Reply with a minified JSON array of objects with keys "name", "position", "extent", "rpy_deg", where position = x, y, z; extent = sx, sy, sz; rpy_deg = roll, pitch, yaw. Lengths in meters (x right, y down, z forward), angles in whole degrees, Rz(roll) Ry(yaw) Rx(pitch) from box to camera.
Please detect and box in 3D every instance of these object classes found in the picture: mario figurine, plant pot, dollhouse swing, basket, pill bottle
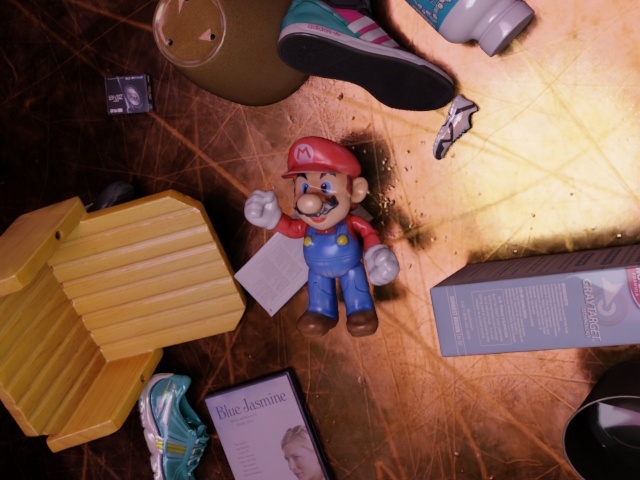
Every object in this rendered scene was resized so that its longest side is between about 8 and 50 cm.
[{"name":"mario figurine","position":[0.000,0.000,1.392],"extent":[0.198,0.170,0.320],"rpy_deg":[-13,104,-16]},{"name":"plant pot","position":[-0.152,-0.328,1.412],"extent":[0.237,0.254,0.237],"rpy_deg":[3,100,19]},{"name":"dollhouse swing","position":[-0.336,0.129,1.482],"extent":[0.305,0.315,0.347],"rpy_deg":[-5,124,23]},{"name":"basket","position":[0.464,0.268,1.323],"extent":[0.204,0.227,0.154],"rpy_deg":[11,102,15]},{"name":"pill bottle","position":[0.192,-0.396,1.344],"extent":[0.264,0.146,0.146],"rpy_deg":[45,109,6]}]

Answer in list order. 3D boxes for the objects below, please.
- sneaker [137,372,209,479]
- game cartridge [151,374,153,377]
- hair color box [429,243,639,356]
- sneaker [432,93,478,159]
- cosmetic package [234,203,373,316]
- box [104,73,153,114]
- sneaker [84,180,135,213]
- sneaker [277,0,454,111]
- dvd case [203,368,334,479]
[{"name":"sneaker","position":[-0.255,0.375,1.646],"extent":[0.110,0.107,0.275],"rpy_deg":[-11,101,3]},{"name":"game cartridge","position":[-0.337,0.268,1.698],"extent":[0.083,0.017,0.056],"rpy_deg":[46,105,6]},{"name":"hair color box","position":[0.371,0.084,1.321],"extent":[0.374,0.185,0.113],"rpy_deg":[-9,96,27]},{"name":"sneaker","position":[0.213,-0.174,1.431],"extent":[0.044,0.040,0.109],"rpy_deg":[27,107,9]},{"name":"cosmetic package","position":[-0.029,0.012,1.530],"extent":[0.239,0.060,0.099],"rpy_deg":[-45,83,19]},{"name":"box","position":[-0.341,-0.260,1.609],"extent":[0.083,0.018,0.067],"rpy_deg":[0,99,18]},{"name":"sneaker","position":[-0.472,-0.006,1.639],"extent":[0.146,0.122,0.330],"rpy_deg":[44,109,5]},{"name":"sneaker","position":[0.076,-0.320,1.413],"extent":[0.295,0.178,0.124],"rpy_deg":[17,147,-22]},{"name":"dvd case","position":[-0.089,0.372,1.630],"extent":[0.180,0.022,0.253],"rpy_deg":[-20,92,20]}]
